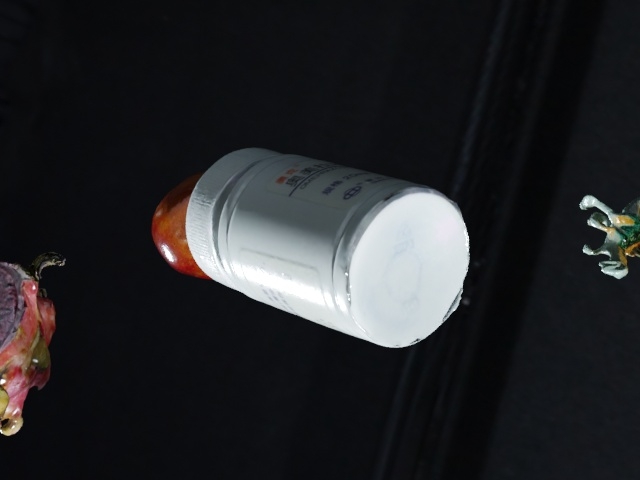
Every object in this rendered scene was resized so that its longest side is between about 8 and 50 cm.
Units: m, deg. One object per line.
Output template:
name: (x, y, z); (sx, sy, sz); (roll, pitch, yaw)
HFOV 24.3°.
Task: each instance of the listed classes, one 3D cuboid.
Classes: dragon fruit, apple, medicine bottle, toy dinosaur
dragon fruit: (-0.418, 0.128, 1.821); (0.282, 0.147, 0.211); (-33, -124, -12)
apple: (-0.154, -0.022, 2.116); (0.147, 0.156, 0.158); (-45, 176, -32)
medicine bottle: (0.000, 0.000, 1.785); (0.332, 0.190, 0.190); (17, -94, 49)
toy dinosaur: (0.349, -0.008, 1.663); (0.106, 0.187, 0.044); (42, -58, 32)
